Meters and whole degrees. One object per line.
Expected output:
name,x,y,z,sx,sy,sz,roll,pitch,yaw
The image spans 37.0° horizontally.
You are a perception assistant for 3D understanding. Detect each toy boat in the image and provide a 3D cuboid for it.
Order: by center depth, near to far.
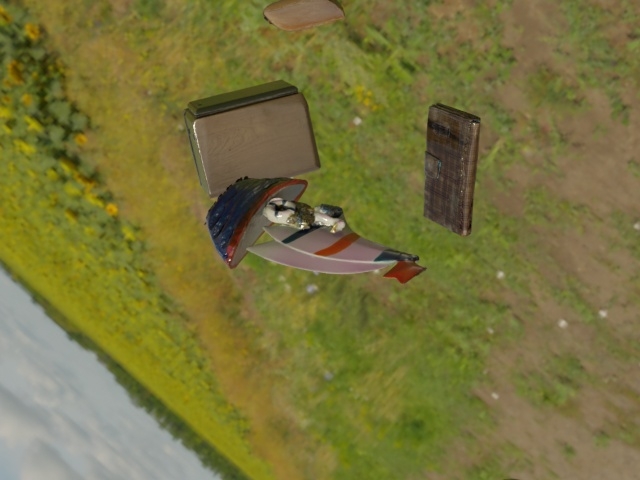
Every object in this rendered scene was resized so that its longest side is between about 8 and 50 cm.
toy boat,-0.028,0.004,1.328,0.318,0.219,0.071,39,138,36

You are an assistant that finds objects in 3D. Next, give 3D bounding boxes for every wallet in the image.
wallet,0.242,-0.132,1.778,0.124,0.042,0.230,33,132,48

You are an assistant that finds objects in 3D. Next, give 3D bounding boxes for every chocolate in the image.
chocolate,-0.020,-0.301,1.232,0.101,0.031,0.065,-7,165,34

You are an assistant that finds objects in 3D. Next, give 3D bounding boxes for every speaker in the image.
speaker,-0.138,-0.202,1.908,0.153,0.231,0.192,-137,32,-69

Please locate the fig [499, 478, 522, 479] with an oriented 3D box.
fig,0.205,0.347,1.097,0.103,0.154,0.109,39,-173,31
